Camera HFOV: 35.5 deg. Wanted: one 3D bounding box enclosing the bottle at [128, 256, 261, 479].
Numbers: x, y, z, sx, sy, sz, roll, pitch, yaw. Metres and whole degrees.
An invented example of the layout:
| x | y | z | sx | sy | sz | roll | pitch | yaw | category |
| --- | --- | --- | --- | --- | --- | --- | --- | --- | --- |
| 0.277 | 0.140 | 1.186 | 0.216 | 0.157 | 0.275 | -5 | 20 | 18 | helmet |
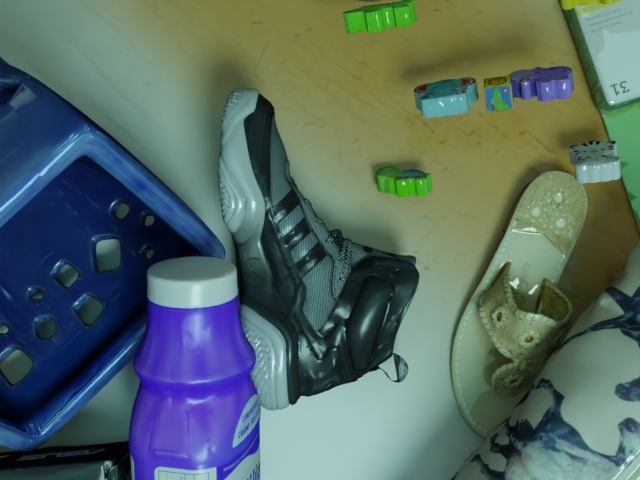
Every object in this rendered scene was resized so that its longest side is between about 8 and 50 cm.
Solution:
| x | y | z | sx | sy | sz | roll | pitch | yaw | category |
| --- | --- | --- | --- | --- | --- | --- | --- | --- | --- |
| -0.094 | 0.155 | 0.766 | 0.092 | 0.118 | 0.283 | 4 | 105 | 13 | bottle |

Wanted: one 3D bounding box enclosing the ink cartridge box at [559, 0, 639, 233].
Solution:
| x | y | z | sx | sy | sz | roll | pitch | yaw | category |
| --- | --- | --- | --- | --- | --- | --- | --- | --- | --- |
| 0.325 | -0.139 | 0.863 | 0.171 | 0.056 | 0.235 | -17 | 82 | 5 | ink cartridge box |

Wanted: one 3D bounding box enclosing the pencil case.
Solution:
| x | y | z | sx | sy | sz | roll | pitch | yaw | category |
| --- | --- | --- | --- | --- | --- | --- | --- | --- | --- |
| 0.202 | 0.180 | 0.764 | 0.160 | 0.183 | 0.410 | 40 | 89 | 4 | pencil case |

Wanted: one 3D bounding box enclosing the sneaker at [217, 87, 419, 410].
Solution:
| x | y | z | sx | sy | sz | roll | pitch | yaw | category |
| --- | --- | --- | --- | --- | --- | --- | --- | --- | --- |
| 0.000 | 0.000 | 0.836 | 0.153 | 0.101 | 0.269 | -8 | 90 | -1 | sneaker |

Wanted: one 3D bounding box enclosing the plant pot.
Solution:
| x | y | z | sx | sy | sz | roll | pitch | yaw | category |
| --- | --- | --- | --- | --- | --- | --- | --- | --- | --- |
| -0.253 | -0.009 | 0.760 | 0.236 | 0.236 | 0.212 | -46 | 60 | -4 | plant pot |

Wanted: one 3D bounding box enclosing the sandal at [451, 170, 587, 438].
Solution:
| x | y | z | sx | sy | sz | roll | pitch | yaw | category |
| --- | --- | --- | --- | --- | --- | --- | --- | --- | --- |
| 0.172 | 0.051 | 0.837 | 0.088 | 0.079 | 0.240 | 18 | 84 | 2 | sandal |

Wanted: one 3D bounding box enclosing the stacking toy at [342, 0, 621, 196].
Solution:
| x | y | z | sx | sy | sz | roll | pitch | yaw | category |
| --- | --- | --- | --- | --- | --- | --- | --- | --- | --- |
| 0.141 | -0.126 | 0.826 | 0.221 | 0.052 | 0.167 | -5 | 117 | 11 | stacking toy |

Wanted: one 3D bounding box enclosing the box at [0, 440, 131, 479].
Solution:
| x | y | z | sx | sy | sz | roll | pitch | yaw | category |
| --- | --- | --- | --- | --- | --- | --- | --- | --- | --- |
| -0.337 | 0.337 | 0.788 | 0.394 | 0.097 | 0.318 | -4 | 90 | -2 | box |
